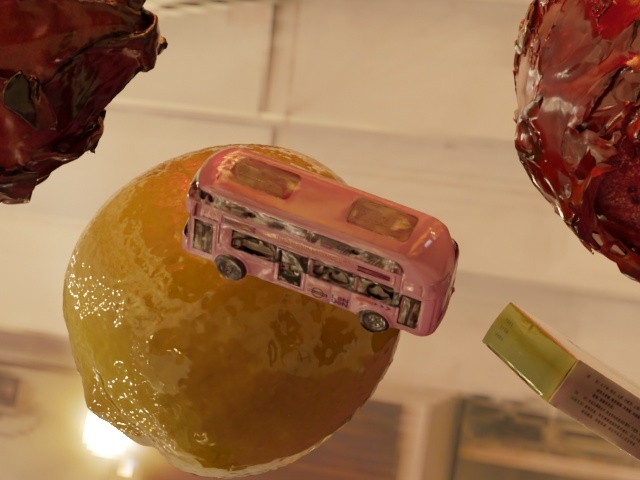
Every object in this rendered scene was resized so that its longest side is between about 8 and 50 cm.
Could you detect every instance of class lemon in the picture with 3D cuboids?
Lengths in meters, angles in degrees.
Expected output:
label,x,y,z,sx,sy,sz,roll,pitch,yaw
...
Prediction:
label,x,y,z,sx,sy,sz,roll,pitch,yaw
lemon,-0.084,0.065,1.785,0.348,0.348,0.348,7,-90,-71

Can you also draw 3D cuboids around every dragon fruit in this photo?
label,x,y,z,sx,sy,sz,roll,pitch,yaw
dragon fruit,0.308,-0.120,1.557,0.295,0.295,0.302,63,-169,-59
dragon fruit,-0.260,-0.134,1.338,0.244,0.299,0.244,-4,-90,-82

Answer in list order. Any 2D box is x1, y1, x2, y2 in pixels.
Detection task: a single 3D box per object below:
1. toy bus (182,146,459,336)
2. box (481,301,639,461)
label,x,y,z,sx,sy,sz,roll,pitch,yaw
toy bus,0.000,0.000,1.310,0.090,0.203,0.063,97,-164,-45
box,0.319,0.179,2.002,0.062,0.260,0.175,-56,27,6
